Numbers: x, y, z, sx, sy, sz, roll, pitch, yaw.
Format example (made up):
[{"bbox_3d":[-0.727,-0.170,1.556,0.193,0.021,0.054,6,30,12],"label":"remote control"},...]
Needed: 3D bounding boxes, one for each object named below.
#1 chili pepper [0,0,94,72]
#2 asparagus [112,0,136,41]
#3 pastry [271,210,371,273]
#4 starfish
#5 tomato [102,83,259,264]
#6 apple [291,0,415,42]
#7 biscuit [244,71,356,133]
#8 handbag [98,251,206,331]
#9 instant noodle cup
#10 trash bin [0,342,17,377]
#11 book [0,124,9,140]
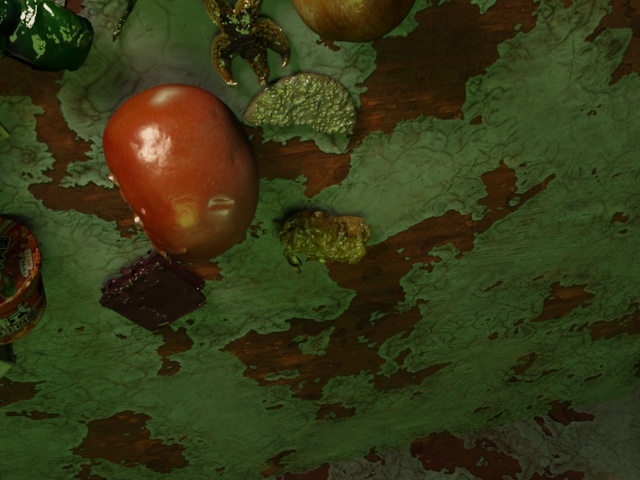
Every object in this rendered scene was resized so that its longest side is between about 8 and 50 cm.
[{"bbox_3d":[-0.513,-0.350,1.036,0.265,0.116,0.148,23,149,-32],"label":"chili pepper"},{"bbox_3d":[-0.333,-0.419,1.111,0.016,0.016,0.163,-10,146,-51],"label":"asparagus"},{"bbox_3d":[0.000,0.000,1.615,0.250,0.102,0.154,3,131,-25],"label":"pastry"},{"bbox_3d":[-0.137,-0.395,1.172,0.216,0.071,0.238,-40,144,16],"label":"starfish"},{"bbox_3d":[-0.252,-0.132,1.223,0.273,0.341,0.341,-31,139,-6],"label":"tomato"},{"bbox_3d":[0.051,-0.441,1.072,0.211,0.211,0.188,-25,140,8],"label":"apple"},{"bbox_3d":[-0.028,-0.293,1.341,0.250,0.032,0.133,3,133,-21],"label":"biscuit"},{"bbox_3d":[-0.429,0.132,1.631,0.203,0.074,0.216,-33,135,16],"label":"handbag"},{"bbox_3d":[-0.720,0.099,1.381,0.250,0.250,0.192,-7,147,-12],"label":"instant noodle cup"},{"bbox_3d":[-0.948,0.311,1.533,0.368,0.296,0.256,-41,134,4],"label":"trash bin"},{"bbox_3d":[-0.661,-0.225,1.203,0.077,0.014,0.111,-23,139,3],"label":"book"}]
